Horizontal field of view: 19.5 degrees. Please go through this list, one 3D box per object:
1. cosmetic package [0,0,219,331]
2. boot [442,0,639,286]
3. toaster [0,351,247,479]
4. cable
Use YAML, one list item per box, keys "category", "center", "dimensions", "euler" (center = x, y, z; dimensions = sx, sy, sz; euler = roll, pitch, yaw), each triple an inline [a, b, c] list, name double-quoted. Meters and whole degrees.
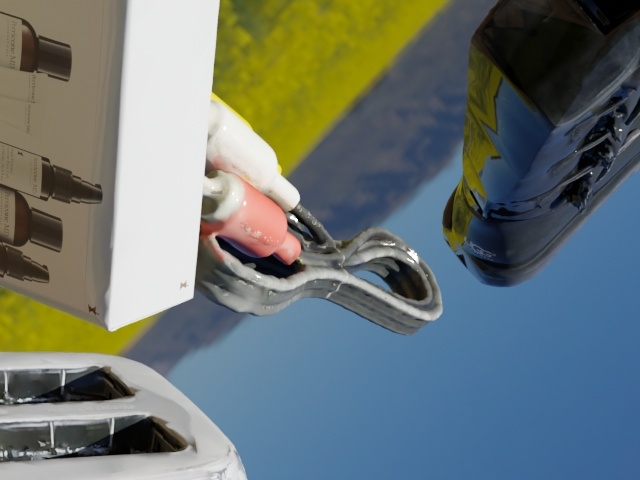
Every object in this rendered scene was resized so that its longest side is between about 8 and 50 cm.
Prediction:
- category: "cosmetic package"
  center: [-0.094, -0.093, 0.731]
  dimensions: [0.060, 0.099, 0.239]
  euler: [-24, 126, -54]
- category: "boot"
  center: [0.236, -0.172, 1.499]
  dimensions: [0.367, 0.146, 0.445]
  euler: [-56, 167, -15]
- category: "toaster"
  center: [-0.112, 0.120, 0.575]
  dimensions: [0.129, 0.227, 0.146]
  euler: [37, -59, 55]
- category: "cable"
  center: [0.000, 0.000, 1.045]
  dimensions: [0.072, 0.287, 0.139]
  euler: [-44, -133, 20]
